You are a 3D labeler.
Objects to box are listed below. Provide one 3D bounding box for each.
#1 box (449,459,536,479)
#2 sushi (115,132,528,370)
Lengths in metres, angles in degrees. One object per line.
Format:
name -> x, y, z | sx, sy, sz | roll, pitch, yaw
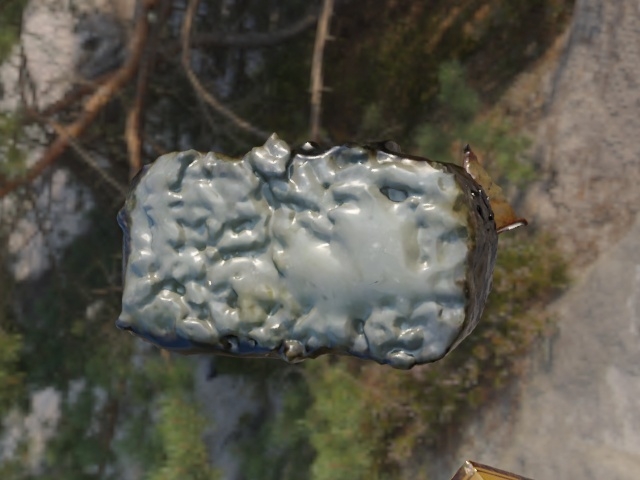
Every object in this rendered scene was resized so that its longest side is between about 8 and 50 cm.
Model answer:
box -> 0.193, 0.277, 0.877 | 0.070, 0.152, 0.237 | -51, 42, 17
sushi -> 0.000, 0.000, 1.006 | 0.182, 0.344, 0.196 | -51, -40, -74
